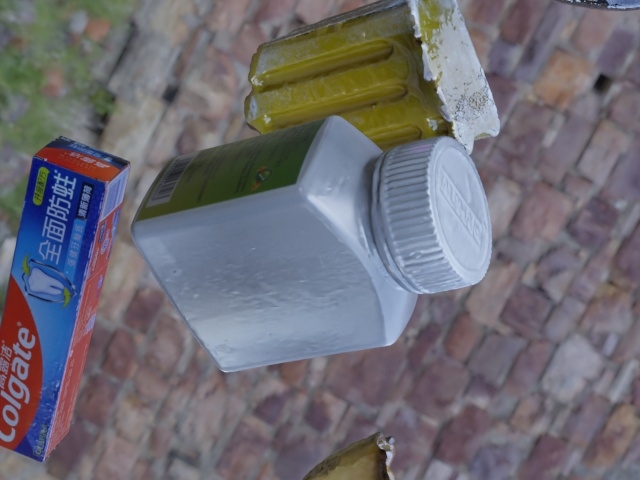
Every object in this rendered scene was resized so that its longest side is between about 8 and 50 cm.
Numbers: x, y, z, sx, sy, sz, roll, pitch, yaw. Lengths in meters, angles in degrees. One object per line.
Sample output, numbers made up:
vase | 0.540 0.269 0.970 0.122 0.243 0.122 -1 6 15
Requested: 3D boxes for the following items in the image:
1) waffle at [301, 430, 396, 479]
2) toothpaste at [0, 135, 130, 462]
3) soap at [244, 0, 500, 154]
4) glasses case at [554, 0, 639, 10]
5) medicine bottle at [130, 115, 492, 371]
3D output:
waffle | 0.039 0.322 0.934 0.304 0.077 0.348 71 13 -73
toothpaste | -0.258 0.061 1.308 0.066 0.076 0.320 -57 165 -64
soap | 0.035 -0.143 1.334 0.257 0.160 0.080 -9 -163 45
glasses case | 0.176 -0.263 1.229 0.103 0.266 0.067 -25 133 -60
medicine bottle | 0.000 0.000 0.821 0.188 0.132 0.088 -12 -146 28
